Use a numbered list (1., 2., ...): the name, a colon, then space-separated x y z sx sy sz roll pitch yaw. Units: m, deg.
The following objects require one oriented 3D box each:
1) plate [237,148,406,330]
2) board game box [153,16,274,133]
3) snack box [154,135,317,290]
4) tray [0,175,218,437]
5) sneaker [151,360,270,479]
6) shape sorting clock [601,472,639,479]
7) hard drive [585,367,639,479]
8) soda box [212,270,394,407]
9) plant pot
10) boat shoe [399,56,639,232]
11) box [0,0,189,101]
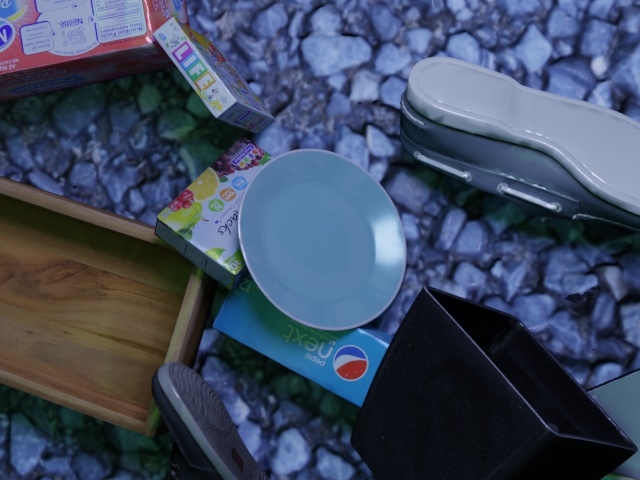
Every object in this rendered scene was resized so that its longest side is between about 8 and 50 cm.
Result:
1. plate: 0.000 0.000 1.230 0.188 0.024 0.188 9 70 -26
2. board game box: -0.103 -0.161 1.234 0.026 0.154 0.103 -38 83 8
3. snack box: -0.084 -0.029 1.249 0.100 0.037 0.141 36 57 9
4. tray: -0.323 0.044 1.321 0.411 0.076 0.203 18 93 11
5. sneaker: -0.136 0.231 1.244 0.118 0.083 0.222 -24 110 15
6. shape sorting clock: 0.267 0.322 1.194 0.206 0.040 0.206 2 102 11
7. hard drive: 0.303 0.202 1.212 0.094 0.022 0.135 -25 84 11
8. soda box: 0.002 0.103 1.253 0.210 0.067 0.071 27 95 11
9. plant pot: 0.144 0.178 1.145 0.167 0.187 0.188 -52 54 15
10. boat shoe: 0.224 -0.075 1.212 0.319 0.116 0.099 24 137 4
11. box: -0.297 -0.234 1.282 0.300 0.142 0.154 -10 87 12
